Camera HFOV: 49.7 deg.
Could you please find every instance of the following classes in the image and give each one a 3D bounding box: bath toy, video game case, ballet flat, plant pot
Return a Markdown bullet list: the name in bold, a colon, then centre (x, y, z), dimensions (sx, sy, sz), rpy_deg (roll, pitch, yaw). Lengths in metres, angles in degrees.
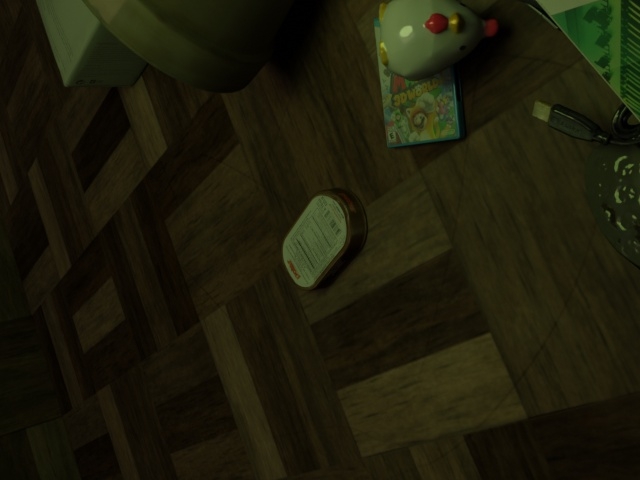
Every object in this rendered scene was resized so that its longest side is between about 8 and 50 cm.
- **bath toy**: centre (0.119, -0.350, 0.732), dimensions (0.129, 0.151, 0.348), rpy_deg (-1, 98, 17)
- **video game case**: centre (0.120, -0.203, 0.854), dimensions (0.119, 0.015, 0.166), rpy_deg (1, 99, 50)
- **ballet flat**: centre (0.334, 0.009, 0.635), dimensions (0.084, 0.058, 0.249), rpy_deg (-52, 56, 39)
- **plant pot**: centre (-0.129, -0.408, 0.908), dimensions (0.280, 0.323, 0.323), rpy_deg (-40, 68, 29)

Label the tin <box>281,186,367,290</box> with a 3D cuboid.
- **tin**: centre (0.000, 0.000, 1.033), dimensions (0.189, 0.040, 0.106), rpy_deg (-53, 56, 42)

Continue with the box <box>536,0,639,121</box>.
- **box**: centre (0.320, -0.221, 0.458), dimensions (0.232, 0.058, 0.322), rpy_deg (46, 126, -7)

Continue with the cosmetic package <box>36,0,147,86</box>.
- **cosmetic package**: centre (-0.374, -0.469, 1.261), dimensions (0.385, 0.156, 0.217), rpy_deg (-30, 76, 48)

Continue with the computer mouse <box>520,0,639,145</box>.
- **computer mouse**: centre (0.240, -0.206, 0.658), dimensions (0.262, 0.060, 0.184), rpy_deg (35, 114, 20)
